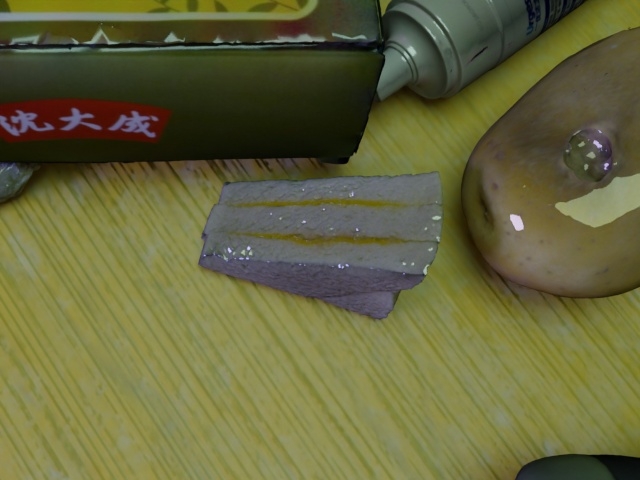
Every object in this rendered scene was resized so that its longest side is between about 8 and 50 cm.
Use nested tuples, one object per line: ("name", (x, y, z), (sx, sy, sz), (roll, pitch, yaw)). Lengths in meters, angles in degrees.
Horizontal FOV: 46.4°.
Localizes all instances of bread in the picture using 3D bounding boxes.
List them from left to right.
("bread", (-0.004, -0.010, 0.505), (0.152, 0.105, 0.077), (15, 65, -2))

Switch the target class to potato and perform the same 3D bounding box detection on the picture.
("potato", (0.211, -0.051, 0.526), (0.234, 0.146, 0.150), (-38, 35, -4))

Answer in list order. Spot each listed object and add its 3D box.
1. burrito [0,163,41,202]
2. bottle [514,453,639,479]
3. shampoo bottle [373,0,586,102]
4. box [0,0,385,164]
("burrito", (-0.281, -0.030, 0.511), (0.188, 0.045, 0.058), (-25, 92, -16))
("bottle", (0.275, 0.200, 0.440), (0.347, 0.168, 0.168), (2, 72, -3))
("shampoo bottle", (0.150, -0.200, 0.591), (0.303, 0.092, 0.092), (-37, 80, -15))
("box", (-0.165, -0.261, 0.529), (0.373, 0.138, 0.420), (-1, 67, -9))
